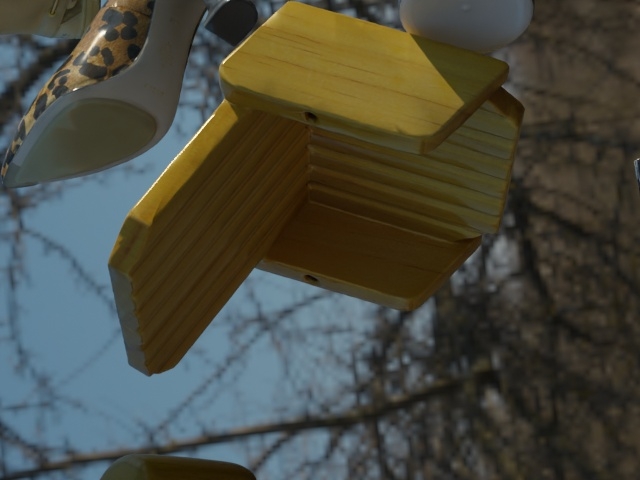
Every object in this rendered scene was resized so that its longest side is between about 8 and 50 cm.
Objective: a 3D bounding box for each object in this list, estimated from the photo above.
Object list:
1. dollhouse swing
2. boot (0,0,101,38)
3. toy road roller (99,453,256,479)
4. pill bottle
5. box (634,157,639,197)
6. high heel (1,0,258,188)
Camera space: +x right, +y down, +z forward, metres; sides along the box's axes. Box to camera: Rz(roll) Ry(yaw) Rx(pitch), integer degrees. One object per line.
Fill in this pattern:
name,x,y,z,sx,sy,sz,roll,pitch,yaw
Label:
dollhouse swing,0.000,0.000,1.675,0.347,0.315,0.305,92,-163,-60
boot,-0.389,-0.385,2.165,0.095,0.203,0.262,-148,56,-62
toy road roller,-0.184,0.326,1.741,0.329,0.203,0.240,15,93,57
pill bottle,0.141,-0.312,1.651,0.130,0.130,0.245,70,-161,-54
box,0.381,-0.009,1.405,0.108,0.207,0.153,0,-97,-61
high heel,-0.169,-0.162,1.382,0.093,0.261,0.186,41,-162,-40
